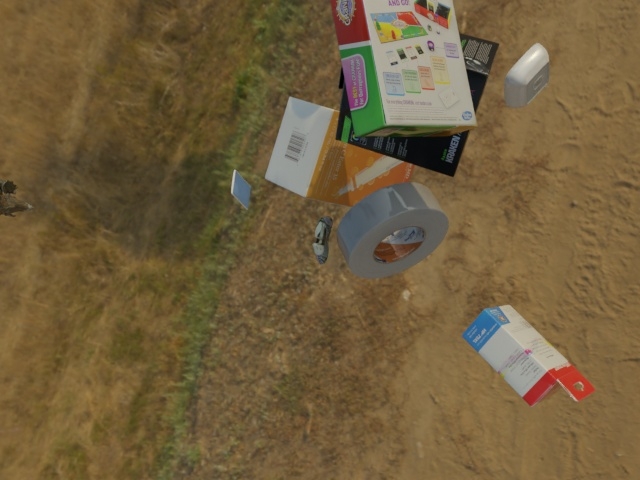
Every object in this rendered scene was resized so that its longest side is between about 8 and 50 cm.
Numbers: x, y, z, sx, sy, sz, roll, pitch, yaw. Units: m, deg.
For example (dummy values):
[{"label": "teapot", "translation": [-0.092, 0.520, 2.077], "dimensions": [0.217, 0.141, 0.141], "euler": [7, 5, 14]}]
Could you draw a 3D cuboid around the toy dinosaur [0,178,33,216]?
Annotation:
[{"label": "toy dinosaur", "translation": [-0.680, -0.124, 1.230], "dimensions": [0.160, 0.313, 0.121], "euler": [4, 54, 41]}]

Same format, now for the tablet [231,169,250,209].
[{"label": "tablet", "translation": [-0.161, -0.102, 1.325], "dimensions": [0.006, 0.083, 0.054], "euler": [-2, 69, 17]}]

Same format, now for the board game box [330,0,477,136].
[{"label": "board game box", "translation": [0.129, -0.326, 1.034], "dimensions": [0.064, 0.242, 0.317], "euler": [-12, 87, 47]}]

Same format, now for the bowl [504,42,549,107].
[{"label": "bowl", "translation": [0.530, -0.409, 1.656], "dimensions": [0.142, 0.142, 0.053], "euler": [-45, 61, -7]}]

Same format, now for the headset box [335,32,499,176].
[{"label": "headset box", "translation": [0.176, -0.296, 1.306], "dimensions": [0.246, 0.283, 0.131], "euler": [100, -166, -45]}]

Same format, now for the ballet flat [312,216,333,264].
[{"label": "ballet flat", "translation": [0.000, 0.000, 1.513], "dimensions": [0.041, 0.041, 0.114], "euler": [19, 102, 51]}]

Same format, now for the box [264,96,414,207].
[{"label": "box", "translation": [0.065, -0.205, 1.651], "dimensions": [0.168, 0.345, 0.215], "euler": [28, 104, 43]}]

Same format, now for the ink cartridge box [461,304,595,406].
[{"label": "ink cartridge box", "translation": [0.399, 0.233, 1.252], "dimensions": [0.231, 0.134, 0.078], "euler": [48, 116, 28]}]

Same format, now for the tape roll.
[{"label": "tape roll", "translation": [0.144, -0.017, 1.311], "dimensions": [0.219, 0.219, 0.072], "euler": [-43, 53, 26]}]
